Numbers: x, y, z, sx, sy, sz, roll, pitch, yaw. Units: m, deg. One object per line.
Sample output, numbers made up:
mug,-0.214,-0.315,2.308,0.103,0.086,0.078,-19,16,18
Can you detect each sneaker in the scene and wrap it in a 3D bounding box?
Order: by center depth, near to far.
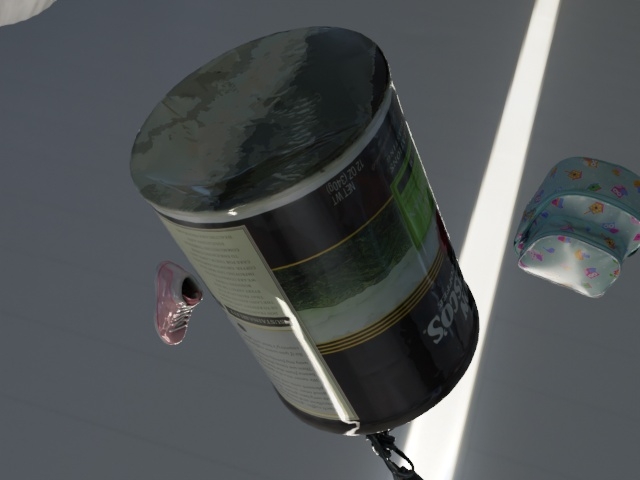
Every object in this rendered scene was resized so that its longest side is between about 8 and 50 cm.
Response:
sneaker,-0.208,0.101,1.224,0.070,0.134,0.051,16,-154,38

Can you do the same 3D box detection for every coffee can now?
coffee can,0.000,0.000,0.673,0.201,0.275,0.202,-15,-137,14

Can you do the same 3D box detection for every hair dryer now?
hair dryer,0.080,0.250,1.265,0.080,0.224,0.293,-34,-124,-6

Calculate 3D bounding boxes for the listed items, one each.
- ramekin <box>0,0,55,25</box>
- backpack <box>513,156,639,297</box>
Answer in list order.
ramekin,-0.383,-0.363,0.914,0.272,0.127,0.273,7,-109,-21
backpack,0.374,-0.020,1.175,0.165,0.188,0.144,23,-130,6
